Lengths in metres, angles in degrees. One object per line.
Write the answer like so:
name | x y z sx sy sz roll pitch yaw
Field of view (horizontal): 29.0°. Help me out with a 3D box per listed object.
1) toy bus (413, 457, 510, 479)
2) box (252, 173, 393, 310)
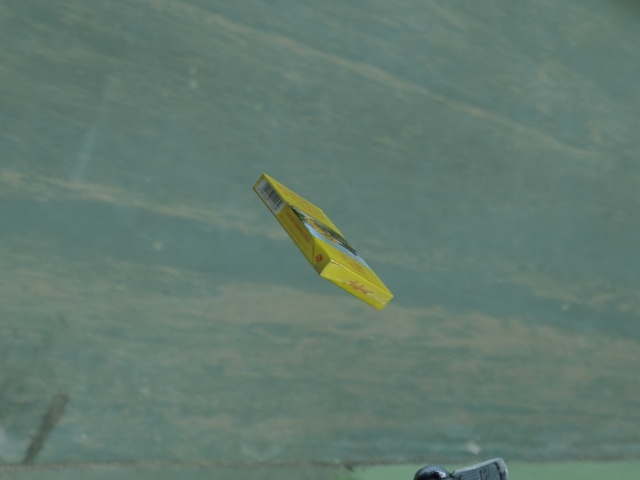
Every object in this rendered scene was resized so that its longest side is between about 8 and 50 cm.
toy bus | 0.051 0.280 1.116 0.268 0.092 0.106 -17 106 7
box | 0.000 0.000 1.132 0.023 0.155 0.087 -48 131 8
